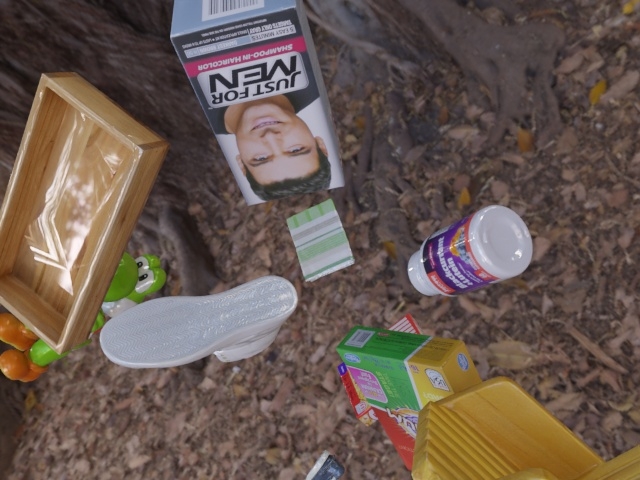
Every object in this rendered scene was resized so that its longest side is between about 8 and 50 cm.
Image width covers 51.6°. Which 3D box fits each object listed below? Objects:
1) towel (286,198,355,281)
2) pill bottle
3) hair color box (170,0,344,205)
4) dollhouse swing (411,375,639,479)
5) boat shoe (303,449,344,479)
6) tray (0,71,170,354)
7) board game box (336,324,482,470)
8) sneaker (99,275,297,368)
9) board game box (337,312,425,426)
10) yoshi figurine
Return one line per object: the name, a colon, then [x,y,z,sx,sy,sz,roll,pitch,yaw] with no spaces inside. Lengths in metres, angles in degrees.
towel: [0.000,0.000,1.382,0.113,0.023,0.152,-23,68,11]
pill bottle: [0.219,0.025,1.013,0.193,0.108,0.108,-34,28,59]
hair color box: [-0.086,-0.231,1.081,0.185,0.375,0.114,-11,52,7]
dollhouse swing: [0.327,0.237,0.764,0.305,0.315,0.347,-49,-5,11]
boat shoe: [0.000,0.633,1.733,0.095,0.079,0.255,-44,-16,-46]
tray: [-0.405,-0.035,1.060,0.411,0.202,0.076,-60,-13,27]
board game box: [0.192,0.295,1.136,0.242,0.317,0.064,-1,36,50]
sneaker: [-0.186,0.154,1.026,0.169,0.292,0.108,115,139,-57]
board game box: [0.138,0.258,1.331,0.193,0.045,0.147,-38,35,8]
yoshi figurine: [-0.499,0.124,1.348,0.362,0.204,0.203,-32,11,-2]
